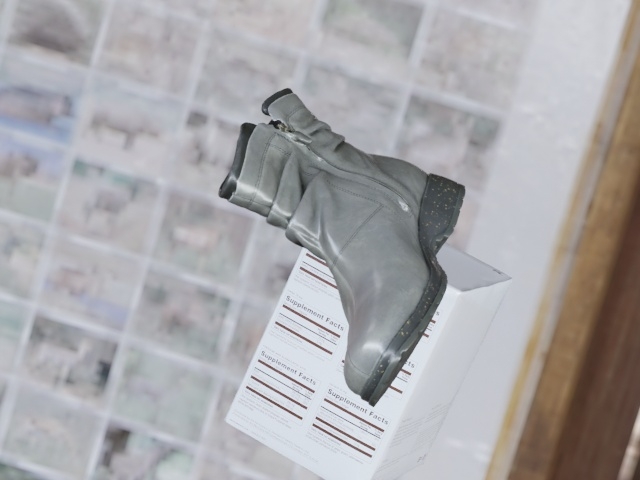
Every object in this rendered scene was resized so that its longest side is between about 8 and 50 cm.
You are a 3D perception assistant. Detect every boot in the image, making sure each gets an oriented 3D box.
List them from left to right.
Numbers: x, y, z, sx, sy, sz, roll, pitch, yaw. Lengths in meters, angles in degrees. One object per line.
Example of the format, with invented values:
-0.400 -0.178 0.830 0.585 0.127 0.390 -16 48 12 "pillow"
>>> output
0.000 0.000 1.135 0.161 0.083 0.246 27 32 -6 "boot"

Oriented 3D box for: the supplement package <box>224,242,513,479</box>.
0.047 0.096 1.558 0.149 0.203 0.194 28 11 17 "supplement package"
